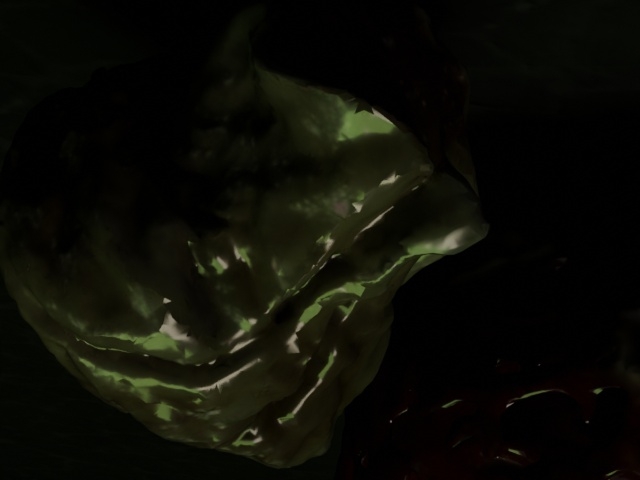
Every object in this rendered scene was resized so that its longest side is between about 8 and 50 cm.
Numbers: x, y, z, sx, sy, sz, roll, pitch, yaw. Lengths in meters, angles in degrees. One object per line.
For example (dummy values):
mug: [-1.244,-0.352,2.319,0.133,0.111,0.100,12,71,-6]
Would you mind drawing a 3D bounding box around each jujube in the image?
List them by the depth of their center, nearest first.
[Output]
jujube: [0.197,0.080,0.825,0.376,0.258,0.258,9,164,14]

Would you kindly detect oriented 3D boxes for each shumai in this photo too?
shumai: [-0.002,0.002,0.725,0.185,0.184,0.218,-3,146,35]
